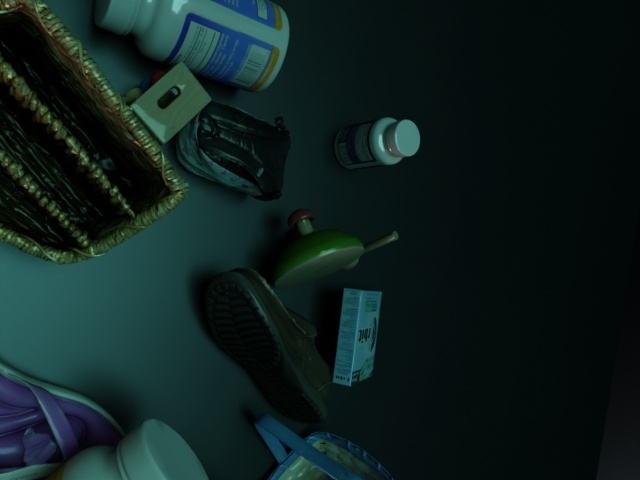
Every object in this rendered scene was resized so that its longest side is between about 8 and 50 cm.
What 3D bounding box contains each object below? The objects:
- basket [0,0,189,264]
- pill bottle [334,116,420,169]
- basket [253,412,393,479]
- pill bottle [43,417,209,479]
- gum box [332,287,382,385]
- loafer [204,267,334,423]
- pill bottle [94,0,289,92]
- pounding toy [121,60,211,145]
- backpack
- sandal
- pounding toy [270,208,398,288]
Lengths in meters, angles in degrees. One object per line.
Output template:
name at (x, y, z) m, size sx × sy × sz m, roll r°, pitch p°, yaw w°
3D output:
basket at (-0.357, -0.112, 0.648) m, size 0.213 × 0.223 × 0.299 m, roll -45°, pitch 120°, yaw -22°
pill bottle at (0.114, -0.196, 1.053) m, size 0.094 × 0.169 × 0.094 m, roll -2°, pitch 92°, yaw -38°
basket at (0.007, 0.449, 0.946) m, size 0.201 × 0.254 × 0.289 m, roll -45°, pitch 135°, yaw -26°
pill bottle at (-0.312, 0.392, 0.664) m, size 0.334 × 0.188 × 0.188 m, roll -40°, pitch 116°, yaw -6°
gum box at (0.079, 0.192, 1.074) m, size 0.157 × 0.041 × 0.185 m, roll 17°, pitch 80°, yaw -68°
loafer at (-0.084, 0.180, 0.956) m, size 0.366 × 0.133 × 0.130 m, roll 65°, pitch 33°, yaw -31°
pill bottle at (-0.198, -0.342, 0.819) m, size 0.271 × 0.152 × 0.153 m, roll 9°, pitch 86°, yaw -37°
pounding toy at (-0.259, -0.203, 0.788) m, size 0.141 × 0.130 × 0.100 m, roll -52°, pitch 120°, yaw -24°
backpack at (-0.149, -0.153, 0.885) m, size 0.181 × 0.115 × 0.152 m, roll 20°, pitch 65°, yaw -38°
sandal at (-0.422, 0.253, 0.691) m, size 0.416 × 0.102 × 0.169 m, roll 48°, pitch 66°, yaw -30°
pounding toy at (0.000, 0.000, 0.995) m, size 0.236 × 0.183 × 0.110 m, roll -12°, pitch 72°, yaw -37°
